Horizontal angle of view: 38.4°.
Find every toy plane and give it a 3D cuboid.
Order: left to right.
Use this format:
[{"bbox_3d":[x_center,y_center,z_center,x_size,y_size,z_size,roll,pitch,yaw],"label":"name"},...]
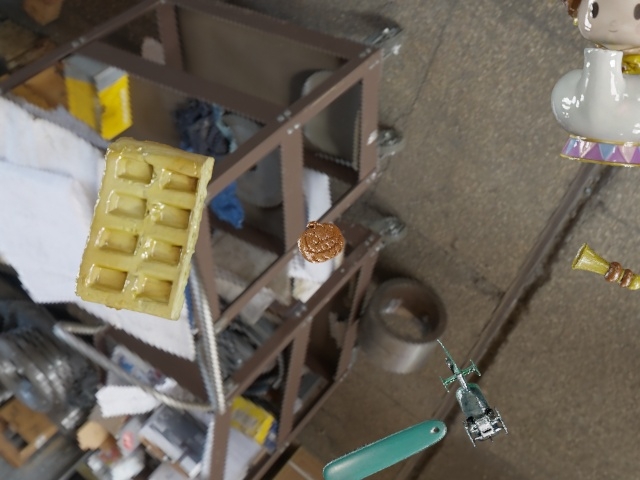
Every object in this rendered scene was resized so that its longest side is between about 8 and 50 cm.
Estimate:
[{"bbox_3d":[0.242,0.252,1.468,0.060,0.096,0.235,-25,131,7],"label":"toy plane"}]

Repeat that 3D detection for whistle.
[{"bbox_3d":[0.444,0.048,1.425,0.109,0.046,0.057,27,162,-1],"label":"whistle"}]

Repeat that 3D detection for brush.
[{"bbox_3d":[0.090,0.294,1.294,0.193,0.032,0.043,-29,100,14],"label":"brush"}]

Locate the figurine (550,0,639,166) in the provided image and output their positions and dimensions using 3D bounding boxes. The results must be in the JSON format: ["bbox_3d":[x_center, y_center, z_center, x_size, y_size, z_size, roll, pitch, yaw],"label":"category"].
[{"bbox_3d":[0.329,-0.215,0.997,0.142,0.189,0.263,10,101,26],"label":"figurine"}]

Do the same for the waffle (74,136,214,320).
[{"bbox_3d":[-0.275,-0.018,1.432,0.168,0.057,0.274,14,91,6],"label":"waffle"}]

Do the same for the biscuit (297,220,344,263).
[{"bbox_3d":[0.000,0.000,1.669,0.015,0.091,0.078,-19,97,60],"label":"biscuit"}]
